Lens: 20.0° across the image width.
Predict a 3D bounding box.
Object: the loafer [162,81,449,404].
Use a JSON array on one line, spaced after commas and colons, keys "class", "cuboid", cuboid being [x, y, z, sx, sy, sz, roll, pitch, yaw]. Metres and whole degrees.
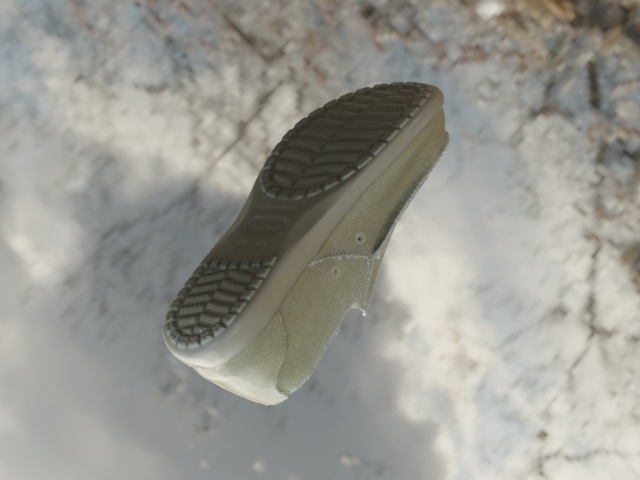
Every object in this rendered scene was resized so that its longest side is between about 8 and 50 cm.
[{"class": "loafer", "cuboid": [0.000, 0.000, 1.195, 0.102, 0.268, 0.092, 11, 142, 45]}]
